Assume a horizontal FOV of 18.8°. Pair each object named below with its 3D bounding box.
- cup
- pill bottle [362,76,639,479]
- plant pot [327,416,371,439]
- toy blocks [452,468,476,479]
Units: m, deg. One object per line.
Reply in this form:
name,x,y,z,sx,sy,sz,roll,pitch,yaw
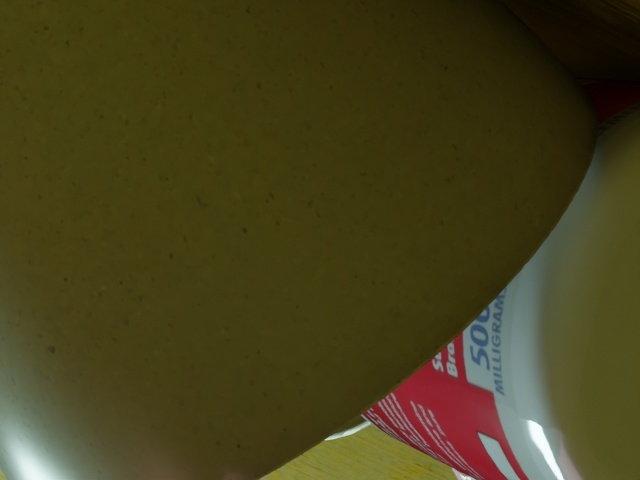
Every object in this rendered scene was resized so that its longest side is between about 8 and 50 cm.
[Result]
cup,-0.073,-0.064,0.894,0.237,0.331,0.331,54,166,-18
pill bottle,0.125,0.024,1.059,0.229,0.229,0.407,27,176,-23
plant pot,0.000,0.000,1.623,0.284,0.284,0.191,24,-150,19
toy blocks,0.268,0.084,1.483,0.288,0.309,0.260,11,138,25
